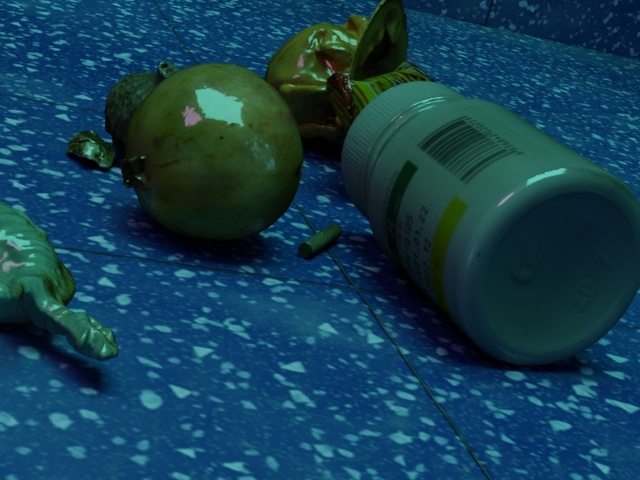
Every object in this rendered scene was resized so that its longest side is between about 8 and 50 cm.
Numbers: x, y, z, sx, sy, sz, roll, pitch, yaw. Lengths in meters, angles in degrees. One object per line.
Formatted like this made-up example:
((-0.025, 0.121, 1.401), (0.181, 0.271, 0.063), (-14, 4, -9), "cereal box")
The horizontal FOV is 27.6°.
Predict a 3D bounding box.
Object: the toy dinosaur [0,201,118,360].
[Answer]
((-0.311, -0.013, 1.070), (0.205, 0.092, 0.393), (13, 18, -37), "toy dinosaur")

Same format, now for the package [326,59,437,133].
((0.119, -0.127, 1.690), (0.223, 0.108, 0.288), (55, 32, 6), "package")

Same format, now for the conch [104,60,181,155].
((-0.168, -0.148, 1.520), (0.155, 0.207, 0.130), (14, 62, -23), "conch")

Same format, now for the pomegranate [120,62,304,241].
((-0.110, -0.089, 1.338), (0.191, 0.191, 0.191), (14, 18, -5), "pomegranate")

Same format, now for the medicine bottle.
((0.162, -0.034, 1.354), (0.208, 0.208, 0.340), (6, 20, -26), "medicine bottle")

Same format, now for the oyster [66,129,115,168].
((-0.265, -0.109, 1.508), (0.051, 0.034, 0.093), (14, 13, -30), "oyster")

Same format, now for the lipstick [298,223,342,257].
((0.000, 0.000, 1.421), (0.019, 0.019, 0.094), (20, 19, 15), "lipstick")

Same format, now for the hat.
((-0.021, -0.232, 1.825), (0.233, 0.244, 0.233), (8, 7, 22), "hat")
